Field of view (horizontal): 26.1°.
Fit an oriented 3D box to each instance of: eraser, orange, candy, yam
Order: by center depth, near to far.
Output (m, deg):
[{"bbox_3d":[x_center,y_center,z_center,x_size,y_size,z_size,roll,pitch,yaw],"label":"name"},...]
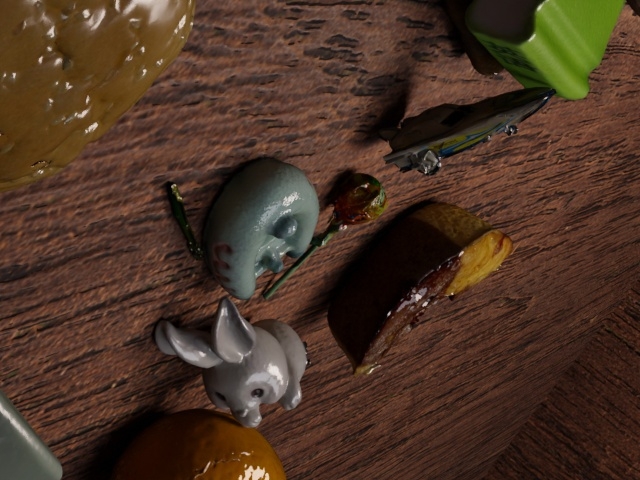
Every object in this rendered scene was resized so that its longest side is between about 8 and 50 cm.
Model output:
[{"bbox_3d":[0.246,-0.268,1.432,0.210,0.092,0.274,-69,159,-1],"label":"eraser"},{"bbox_3d":[0.168,-0.235,1.465,0.057,0.057,0.241,-46,159,-1],"label":"yam"},{"bbox_3d":[0.000,0.000,1.591,0.201,0.060,0.060,-46,161,19],"label":"candy"},{"bbox_3d":[-0.147,0.305,1.631,0.219,0.193,0.219,-6,106,-23],"label":"orange"}]

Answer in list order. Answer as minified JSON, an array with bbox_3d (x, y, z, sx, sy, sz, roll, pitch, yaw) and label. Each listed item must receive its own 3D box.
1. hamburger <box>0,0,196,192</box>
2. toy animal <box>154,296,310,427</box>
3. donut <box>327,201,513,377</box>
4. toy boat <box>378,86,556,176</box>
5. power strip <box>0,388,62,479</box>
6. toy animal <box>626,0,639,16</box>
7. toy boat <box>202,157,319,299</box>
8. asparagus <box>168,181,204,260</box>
[{"bbox_3d":[-0.195,-0.139,0.811,0.259,0.144,0.283,-50,165,-1],"label":"hamburger"},{"bbox_3d":[-0.096,0.141,1.541,0.103,0.131,0.221,-9,169,21],"label":"toy animal"},{"bbox_3d":[0.125,0.034,1.797,0.295,0.112,0.151,-38,155,-26],"label":"donut"},{"bbox_3d":[0.163,-0.127,1.502,0.210,0.066,0.084,-20,-157,31],"label":"toy boat"},{"bbox_3d":[-0.284,0.044,0.685,0.161,0.357,0.357,-40,159,-14],"label":"power strip"},{"bbox_3d":[0.457,-0.327,1.614,0.188,0.226,0.358,-48,160,1],"label":"toy animal"},{"bbox_3d":[-0.052,-0.004,1.429,0.134,0.079,0.208,-37,159,-18],"label":"toy boat"},{"bbox_3d":[-0.131,-0.015,1.342,0.016,0.013,0.166,-31,156,-10],"label":"asparagus"}]
